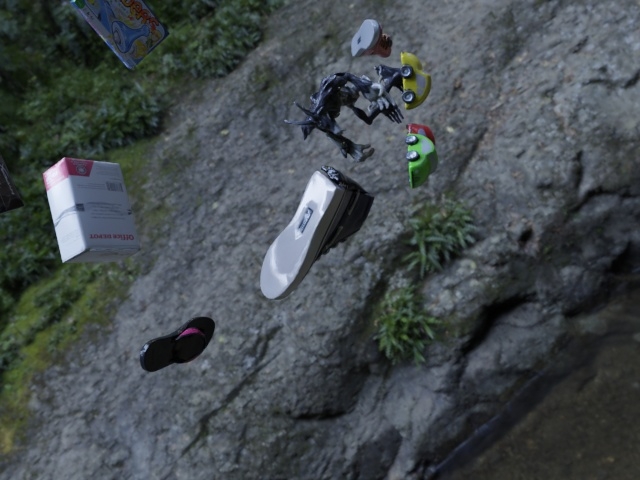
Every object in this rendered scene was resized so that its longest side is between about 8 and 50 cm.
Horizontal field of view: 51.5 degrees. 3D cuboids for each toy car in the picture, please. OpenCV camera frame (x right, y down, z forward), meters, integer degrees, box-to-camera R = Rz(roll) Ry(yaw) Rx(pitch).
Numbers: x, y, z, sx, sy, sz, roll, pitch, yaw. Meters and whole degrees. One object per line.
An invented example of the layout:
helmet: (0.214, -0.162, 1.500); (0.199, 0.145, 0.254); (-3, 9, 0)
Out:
toy car: (0.174, -0.179, 1.149); (0.053, 0.239, 0.225); (-5, 47, 10)

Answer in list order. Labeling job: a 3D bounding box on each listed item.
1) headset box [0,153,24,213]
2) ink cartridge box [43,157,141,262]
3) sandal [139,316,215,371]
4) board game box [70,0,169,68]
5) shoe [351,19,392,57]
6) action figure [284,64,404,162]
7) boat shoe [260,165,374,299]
headset box: (-0.645, -0.042, 1.026); (0.218, 0.110, 0.293); (-19, 10, 10)
ink cartridge box: (-0.512, -0.063, 1.493); (0.092, 0.217, 0.159); (-25, -14, 30)
sandal: (-0.220, 0.172, 1.081); (0.040, 0.067, 0.179); (4, 11, 25)
board game box: (-0.483, -0.540, 1.616); (0.136, 0.201, 0.035); (-48, 36, -11)
shoe: (0.131, -0.462, 1.527); (0.081, 0.063, 0.178); (-2, 2, -12)
action figure: (0.070, -0.247, 1.262); (0.276, 0.141, 0.164); (-28, -26, -39)
boat shoe: (0.000, 0.000, 1.542); (0.127, 0.158, 0.340); (46, 113, 40)
